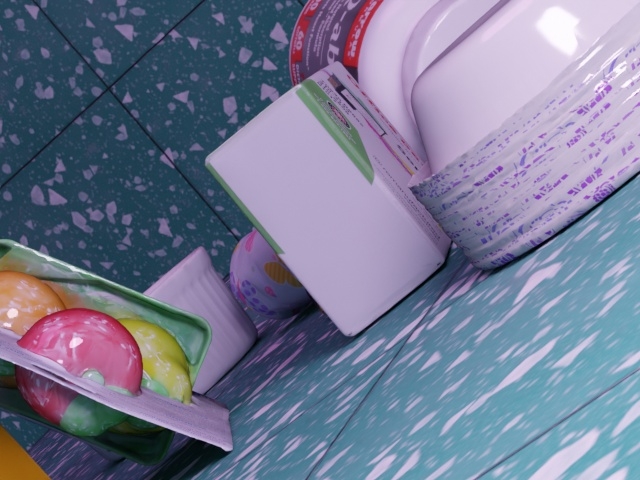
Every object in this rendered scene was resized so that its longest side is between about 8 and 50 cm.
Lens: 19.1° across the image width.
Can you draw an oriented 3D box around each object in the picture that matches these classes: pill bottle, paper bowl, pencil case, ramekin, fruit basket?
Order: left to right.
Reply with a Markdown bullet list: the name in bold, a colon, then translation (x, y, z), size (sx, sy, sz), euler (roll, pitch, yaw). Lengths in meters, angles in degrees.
- **fruit basket**: translation (-0.237, 0.121, 1.759), size (0.353, 0.327, 0.165), euler (-105, 38, -82)
- **ramekin**: translation (-0.207, 0.145, 2.331), size (0.277, 0.135, 0.277), euler (-41, 4, 3)
- **pencil case**: translation (0.000, 0.000, 2.120), size (0.124, 0.113, 0.273), euler (-33, -1, -34)
- **pill bottle**: translation (0.115, -0.184, 1.988), size (0.210, 0.210, 0.363), euler (-41, 18, -9)
- **paper bowl**: translation (0.180, -0.119, 1.407), size (0.284, 0.148, 0.284), euler (-41, 4, 4)

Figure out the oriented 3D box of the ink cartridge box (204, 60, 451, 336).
- **ink cartridge box**: translation (0.020, -0.047, 1.747), size (0.117, 0.201, 0.278), euler (-39, 3, 12)

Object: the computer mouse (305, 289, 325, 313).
- **computer mouse**: translation (0.053, -0.012, 1.937), size (0.193, 0.042, 0.106), euler (-37, 46, 11)

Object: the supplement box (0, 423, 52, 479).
- **supplement box**: translation (-0.329, 0.254, 1.789), size (0.129, 0.191, 0.194), euler (-43, 4, -17)
